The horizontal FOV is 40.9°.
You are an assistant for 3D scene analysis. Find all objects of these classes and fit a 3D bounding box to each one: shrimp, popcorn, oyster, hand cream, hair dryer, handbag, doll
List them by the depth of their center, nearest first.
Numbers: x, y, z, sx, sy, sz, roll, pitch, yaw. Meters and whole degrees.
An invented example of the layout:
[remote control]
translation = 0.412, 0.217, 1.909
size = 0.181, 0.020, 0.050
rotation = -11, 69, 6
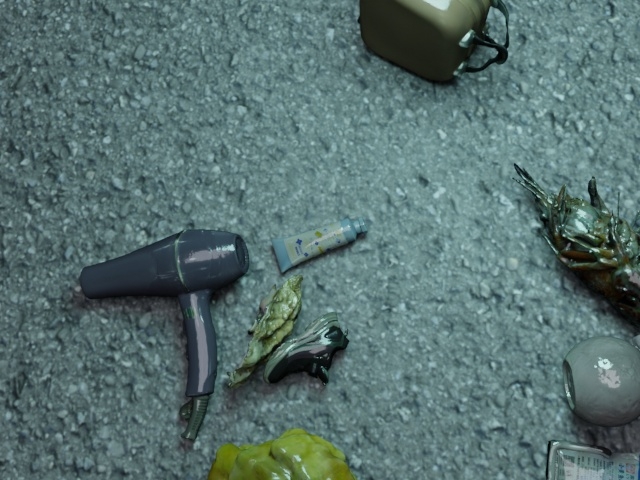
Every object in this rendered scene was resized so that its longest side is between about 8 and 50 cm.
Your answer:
[popcorn]
translation = -0.076, 0.424, 1.329
size = 0.252, 0.215, 0.286
rotation = 38, 85, 10
[doll]
translation = 0.533, 0.211, 1.349
size = 0.287, 0.151, 0.151
rotation = -7, 73, 2
[shrimp]
translation = 0.474, -0.013, 1.435
size = 0.172, 0.137, 0.372
rotation = -25, 75, -26
[oyster]
translation = -0.092, 0.165, 1.463
size = 0.072, 0.133, 0.209
rotation = 27, 52, -3
[hair dryer]
translation = -0.260, 0.167, 1.495
size = 0.301, 0.121, 0.361
rotation = -12, 77, 13
[handbag]
translation = 0.206, -0.392, 1.495
size = 0.283, 0.302, 0.149
rotation = 33, 81, 10
[hand cream]
translation = 0.000, 0.000, 1.532
size = 0.170, 0.043, 0.065
rotation = -19, 75, 4

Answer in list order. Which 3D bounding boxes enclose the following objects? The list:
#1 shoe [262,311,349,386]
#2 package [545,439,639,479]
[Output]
[shoe]
translation = -0.015, 0.204, 1.462
size = 0.169, 0.071, 0.099
rotation = -39, 79, -6
[package]
translation = 0.439, 0.413, 1.359
size = 0.173, 0.027, 0.171
rotation = 9, 72, 7
